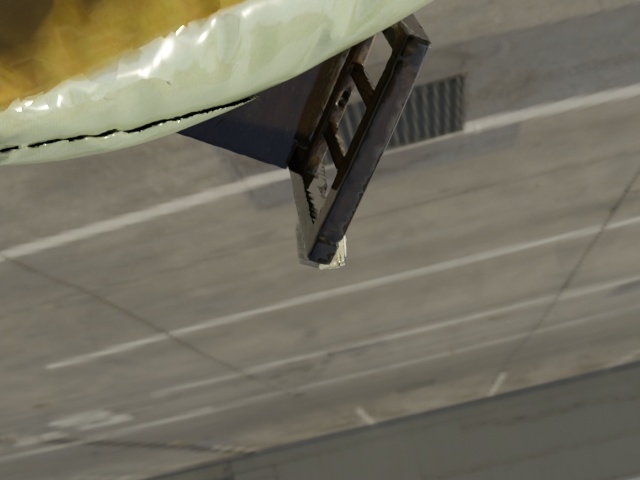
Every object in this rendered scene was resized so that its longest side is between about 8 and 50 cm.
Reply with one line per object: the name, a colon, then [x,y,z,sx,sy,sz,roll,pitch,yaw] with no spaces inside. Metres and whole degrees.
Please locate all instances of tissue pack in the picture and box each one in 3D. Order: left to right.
tissue pack: [0.000,0.000,1.214,0.042,0.062,0.083,-7,-176,-17]

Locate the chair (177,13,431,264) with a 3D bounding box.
chair: [-0.074,-0.169,0.875,0.241,0.203,0.416,22,-161,-9]

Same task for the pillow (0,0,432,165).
pillow: [-0.081,-0.133,0.536,0.312,0.119,0.310,-29,-152,-22]
